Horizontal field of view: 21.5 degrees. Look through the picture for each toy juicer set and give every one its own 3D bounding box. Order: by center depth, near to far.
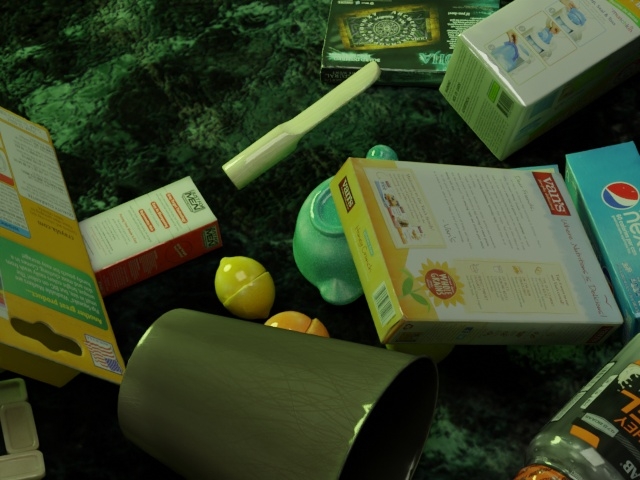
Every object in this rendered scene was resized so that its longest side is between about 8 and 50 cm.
[{"bbox_3d":[0.000,0.000,1.611,0.209,0.089,0.329,-20,53,10],"label":"toy juicer set"}]

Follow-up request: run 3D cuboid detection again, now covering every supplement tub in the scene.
[{"bbox_3d":[0.251,0.172,1.405,0.117,0.117,0.190,33,60,29],"label":"supplement tub"}]

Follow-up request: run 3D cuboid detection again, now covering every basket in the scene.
[{"bbox_3d":[-0.046,0.153,1.436,0.227,0.154,0.204,18,60,25],"label":"basket"}]

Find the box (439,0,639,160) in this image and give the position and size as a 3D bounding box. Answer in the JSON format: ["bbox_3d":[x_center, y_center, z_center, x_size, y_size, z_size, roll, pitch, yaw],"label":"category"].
[{"bbox_3d":[0.237,-0.190,1.708,0.203,0.114,0.103,-33,73,-20],"label":"box"}]

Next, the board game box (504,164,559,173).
[{"bbox_3d":[0.161,-0.022,1.641,0.154,0.026,0.103,-5,49,1],"label":"board game box"}]

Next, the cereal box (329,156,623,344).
[{"bbox_3d":[0.140,0.012,1.506,0.240,0.047,0.173,4,53,-30],"label":"cereal box"}]

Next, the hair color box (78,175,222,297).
[{"bbox_3d":[-0.175,-0.002,1.647,0.141,0.043,0.072,-24,51,-13],"label":"hair color box"}]

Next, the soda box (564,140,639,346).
[{"bbox_3d":[0.291,0.007,1.576,0.071,0.067,0.210,-11,49,-5],"label":"soda box"}]

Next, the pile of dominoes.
[{"bbox_3d":[-0.388,0.173,1.538,0.251,0.040,0.196,-9,46,-12],"label":"pile of dominoes"}]

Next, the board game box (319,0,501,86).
[{"bbox_3d":[0.098,-0.217,1.816,0.186,0.026,0.126,3,50,8],"label":"board game box"}]

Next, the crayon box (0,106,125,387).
[{"bbox_3d":[-0.306,0.003,1.535,0.083,0.203,0.323,-38,53,20],"label":"crayon box"}]
